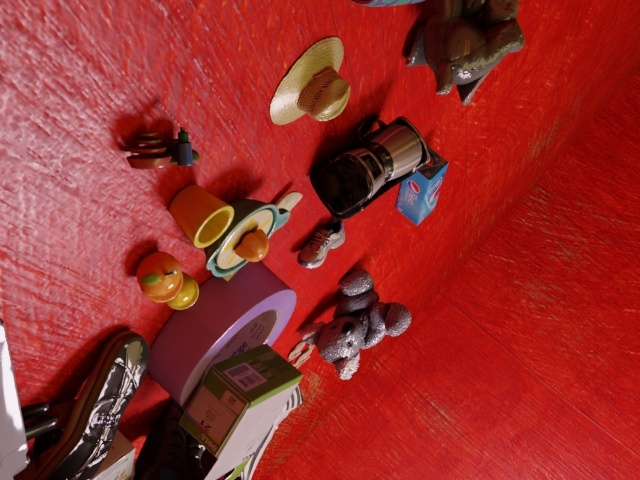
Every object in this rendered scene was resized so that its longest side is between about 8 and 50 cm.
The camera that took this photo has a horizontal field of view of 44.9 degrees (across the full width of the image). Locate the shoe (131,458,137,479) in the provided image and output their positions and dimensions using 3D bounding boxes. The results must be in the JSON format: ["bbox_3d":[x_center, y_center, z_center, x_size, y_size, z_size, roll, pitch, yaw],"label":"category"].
[{"bbox_3d":[-0.417,0.516,1.506,0.219,0.076,0.058,-47,168,-1],"label":"shoe"}]

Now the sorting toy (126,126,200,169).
[{"bbox_3d":[-0.169,-0.105,0.854,0.102,0.061,0.042,-29,121,-64],"label":"sorting toy"}]

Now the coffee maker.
[{"bbox_3d":[0.076,-0.110,1.314,0.178,0.120,0.171,-33,158,-40],"label":"coffee maker"}]

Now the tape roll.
[{"bbox_3d":[-0.168,0.163,1.347,0.275,0.090,0.275,-44,163,-17],"label":"tape roll"}]

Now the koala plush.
[{"bbox_3d":[0.074,0.225,1.918,0.221,0.196,0.203,-44,173,-28],"label":"koala plush"}]

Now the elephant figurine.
[{"bbox_3d":[0.225,-0.304,1.240,0.186,0.169,0.239,-18,175,-5],"label":"elephant figurine"}]

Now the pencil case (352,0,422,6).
[{"bbox_3d":[0.090,-0.330,0.969,0.070,0.064,0.152,-41,171,36],"label":"pencil case"}]

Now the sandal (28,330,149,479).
[{"bbox_3d":[-0.355,0.263,1.128,0.302,0.086,0.120,-61,159,-10],"label":"sandal"}]

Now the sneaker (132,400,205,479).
[{"bbox_3d":[-0.285,0.443,1.426,0.139,0.125,0.341,-46,-166,24],"label":"sneaker"}]

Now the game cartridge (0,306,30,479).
[{"bbox_3d":[-0.408,0.194,0.791,0.198,0.062,0.297,-29,141,-39],"label":"game cartridge"}]

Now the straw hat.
[{"bbox_3d":[0.004,-0.197,1.047,0.144,0.061,0.144,-43,161,-18],"label":"straw hat"}]

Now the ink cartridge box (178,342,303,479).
[{"bbox_3d":[-0.164,0.324,1.357,0.255,0.097,0.189,-59,161,18],"label":"ink cartridge box"}]

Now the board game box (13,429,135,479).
[{"bbox_3d":[-0.433,0.446,1.289,0.224,0.097,0.303,-36,160,-38],"label":"board game box"}]

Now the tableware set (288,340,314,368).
[{"bbox_3d":[-0.050,0.304,2.053,0.141,0.020,0.168,-31,155,-45],"label":"tableware set"}]

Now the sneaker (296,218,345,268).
[{"bbox_3d":[0.000,0.000,1.496,0.135,0.052,0.058,-45,154,-39],"label":"sneaker"}]

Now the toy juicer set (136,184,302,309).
[{"bbox_3d":[-0.134,0.024,1.131,0.209,0.089,0.329,-54,163,16],"label":"toy juicer set"}]

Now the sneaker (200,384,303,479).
[{"bbox_3d":[-0.163,0.497,1.933,0.257,0.169,0.447,-25,148,-50],"label":"sneaker"}]

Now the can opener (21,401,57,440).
[{"bbox_3d":[-0.417,0.246,0.956,0.186,0.059,0.073,-26,159,-44],"label":"can opener"}]

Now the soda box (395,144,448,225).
[{"bbox_3d":[0.225,-0.121,1.734,0.067,0.071,0.210,-43,162,-19],"label":"soda box"}]
